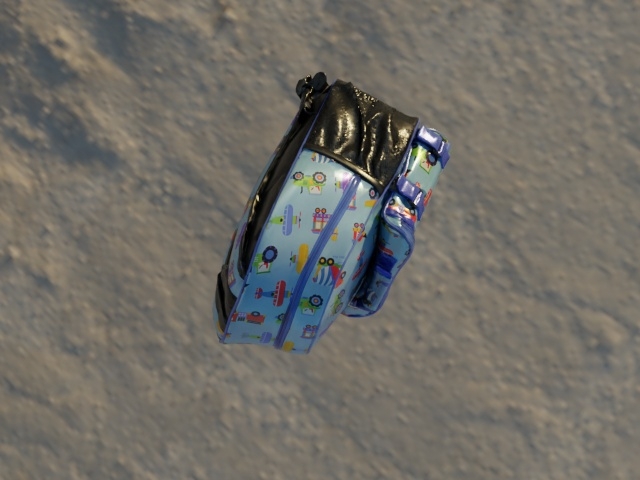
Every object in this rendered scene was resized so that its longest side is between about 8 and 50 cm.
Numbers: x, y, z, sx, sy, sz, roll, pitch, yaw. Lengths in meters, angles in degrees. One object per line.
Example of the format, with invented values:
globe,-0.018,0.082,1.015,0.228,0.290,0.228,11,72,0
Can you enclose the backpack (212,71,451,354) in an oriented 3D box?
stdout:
backpack,0.000,0.000,1.246,0.158,0.117,0.173,115,-1,-52
